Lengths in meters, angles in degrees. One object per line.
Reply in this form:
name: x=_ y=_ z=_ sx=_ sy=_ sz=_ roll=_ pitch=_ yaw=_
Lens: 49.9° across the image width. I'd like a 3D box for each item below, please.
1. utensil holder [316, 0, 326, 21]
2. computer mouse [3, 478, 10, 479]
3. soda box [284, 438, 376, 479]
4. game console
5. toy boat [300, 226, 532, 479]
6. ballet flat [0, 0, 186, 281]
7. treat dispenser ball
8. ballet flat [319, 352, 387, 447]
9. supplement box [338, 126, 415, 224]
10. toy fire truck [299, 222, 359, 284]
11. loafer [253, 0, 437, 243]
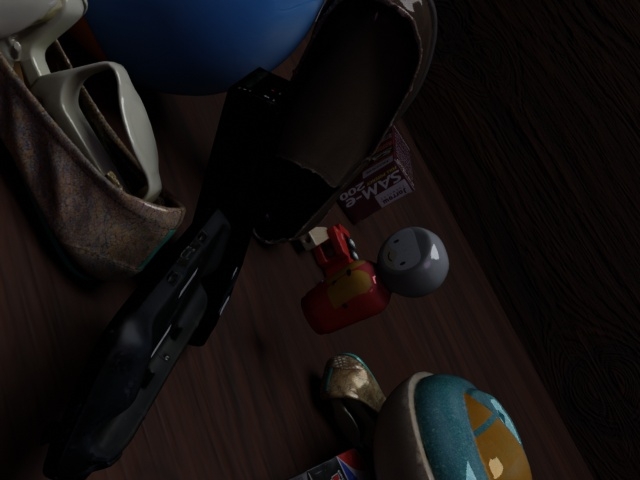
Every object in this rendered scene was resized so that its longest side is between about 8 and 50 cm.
utensil holder: x=-0.077 y=-0.712 z=1.462 sx=0.328 sy=0.328 sz=0.385 roll=30 pitch=31 yaw=-57
computer mouse: x=-0.128 y=0.182 z=0.291 sx=0.262 sy=0.060 sz=0.184 roll=53 pitch=18 yaw=-18
soda box: x=0.011 y=0.221 z=0.605 sx=0.053 sy=0.060 sz=0.169 roll=64 pitch=18 yaw=16
game console: x=-0.086 y=0.006 z=0.472 sx=0.044 sy=0.213 sz=0.361 roll=19 pitch=22 yaw=-1
toy boat: x=0.112 y=0.151 z=0.649 sx=0.318 sy=0.148 sz=0.267 roll=62 pitch=14 yaw=4
ballet flat: x=-0.201 y=-0.122 z=0.509 sx=0.316 sy=0.106 sz=0.107 roll=57 pitch=17 yaw=-5
treat dispenser ball: x=-0.130 y=-0.288 z=0.668 sx=0.288 sy=0.288 sz=0.288 roll=51 pitch=19 yaw=-26
ballet flat: x=0.062 y=0.217 z=0.773 sx=0.206 sy=0.073 sz=0.067 roll=50 pitch=47 yaw=-18
supplement box: x=0.104 y=-0.132 z=1.316 sx=0.073 sy=0.130 sz=0.239 roll=54 pitch=17 yaw=-18
toy fire truck: x=0.000 y=0.000 z=0.956 sx=0.135 sy=0.047 sz=0.192 roll=41 pitch=26 yaw=-44
loafer: x=0.014 y=-0.119 z=0.758 sx=0.134 sy=0.366 sz=0.130 roll=25 pitch=42 yaw=-1
